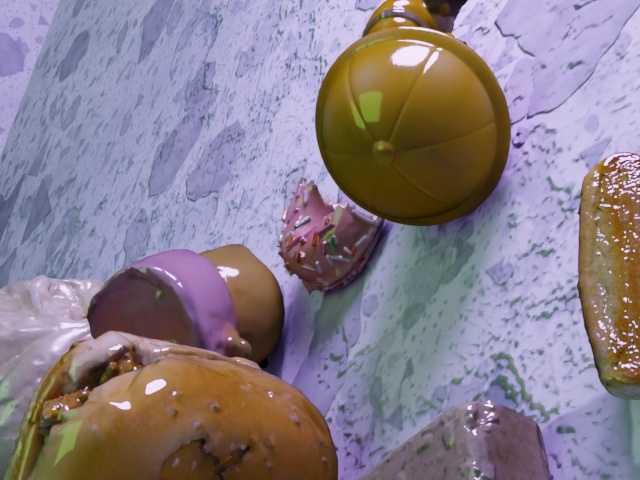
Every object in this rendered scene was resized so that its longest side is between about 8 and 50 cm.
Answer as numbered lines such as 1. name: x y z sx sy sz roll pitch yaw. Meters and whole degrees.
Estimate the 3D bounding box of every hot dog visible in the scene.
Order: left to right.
1. hot dog: 0.222 0.027 0.976 0.066 0.047 0.216 -11 49 16

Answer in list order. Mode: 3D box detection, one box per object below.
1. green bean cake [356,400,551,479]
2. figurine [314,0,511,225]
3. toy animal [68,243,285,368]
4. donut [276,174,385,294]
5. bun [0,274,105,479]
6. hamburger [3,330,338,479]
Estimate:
1. green bean cake: 0.094 0.210 1.013 0.179 0.085 0.109 -44 31 40
2. figurine: 0.081 -0.133 1.270 0.257 0.167 0.192 -95 25 -52
3. toy animal: -0.135 0.089 1.421 0.195 0.281 0.169 7 94 27
4. donut: 0.000 0.000 1.424 0.117 0.065 0.166 -65 23 -2
5. bun: -0.295 0.162 1.568 0.349 0.352 0.227 24 101 28
6. hamburger: -0.135 0.241 1.189 0.174 0.304 0.284 26 100 55
